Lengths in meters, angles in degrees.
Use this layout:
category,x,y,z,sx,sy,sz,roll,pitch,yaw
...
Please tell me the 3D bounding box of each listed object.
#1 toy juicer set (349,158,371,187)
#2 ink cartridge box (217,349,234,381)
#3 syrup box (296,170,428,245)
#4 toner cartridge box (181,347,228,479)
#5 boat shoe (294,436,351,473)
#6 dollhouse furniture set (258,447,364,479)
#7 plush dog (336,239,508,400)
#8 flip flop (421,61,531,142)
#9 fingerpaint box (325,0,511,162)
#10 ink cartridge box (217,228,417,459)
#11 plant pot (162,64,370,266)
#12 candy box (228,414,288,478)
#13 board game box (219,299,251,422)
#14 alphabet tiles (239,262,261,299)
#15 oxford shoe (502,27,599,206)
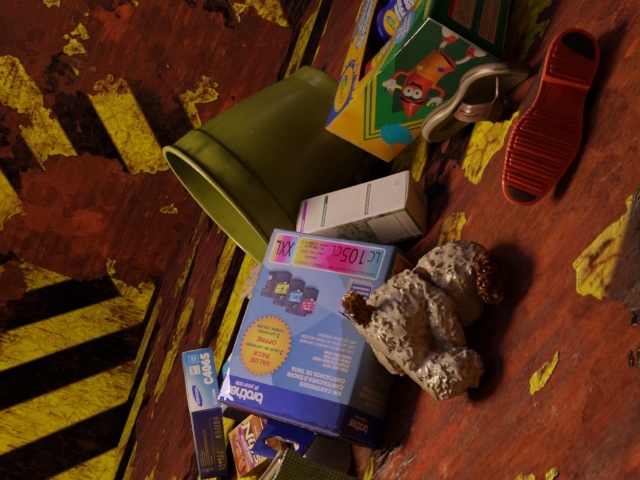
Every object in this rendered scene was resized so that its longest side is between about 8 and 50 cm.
category,x,y,z,sx,sy,sz,roll,pitch,yaw
toy juicer set,-0.025,-0.119,2.175,0.329,0.089,0.209,-21,39,31
ink cartridge box,-0.121,0.268,2.101,0.148,0.086,0.203,37,98,49
syrup box,0.079,-0.044,1.773,0.237,0.093,0.096,-14,48,27
toner cartridge box,-0.275,0.423,2.232,0.348,0.075,0.165,93,165,-50
boat shoe,-0.008,0.383,1.725,0.267,0.096,0.088,-103,34,-63
dollhouse furniture set,-0.041,0.504,1.500,0.301,0.197,0.151,-58,19,34
plush dog,0.170,0.088,1.423,0.225,0.210,0.262,-44,16,-10
flip flop,0.270,-0.228,1.609,0.277,0.112,0.080,-40,58,54
fingerpaint box,0.202,-0.435,1.805,0.371,0.163,0.445,-41,27,52
ink cartridge box,-0.005,0.198,1.638,0.270,0.151,0.395,8,75,33
plant pot,-0.080,-0.173,1.966,0.353,0.366,0.366,-44,13,-11
candy box,-0.139,0.448,2.055,0.187,0.053,0.109,-46,53,50
board game box,-0.143,0.269,2.346,0.390,0.050,0.390,-17,54,69
alphabet tiles,-0.113,0.038,2.457,0.278,0.021,0.284,-43,16,35
oxford shoe,0.337,-0.172,1.374,0.098,0.097,0.271,83,-149,-84
